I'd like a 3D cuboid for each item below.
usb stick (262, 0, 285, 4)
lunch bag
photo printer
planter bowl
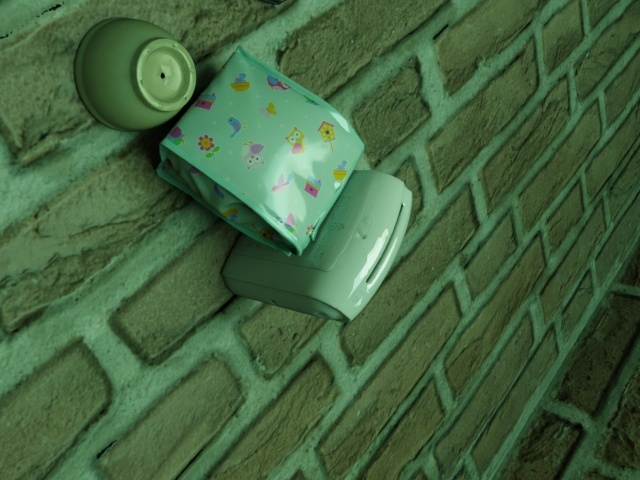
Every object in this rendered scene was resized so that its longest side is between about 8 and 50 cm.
[{"bbox_3d":[-0.156,-0.430,1.033,0.278,0.045,0.077,-4,95,-47],"label":"usb stick"},{"bbox_3d":[-0.084,-0.128,1.029,0.262,0.160,0.223,34,68,-5],"label":"lunch bag"},{"bbox_3d":[0.000,0.000,1.105,0.107,0.307,0.256,42,67,-37],"label":"photo printer"},{"bbox_3d":[-0.245,-0.233,0.934,0.162,0.109,0.162,-13,108,-46],"label":"planter bowl"}]
